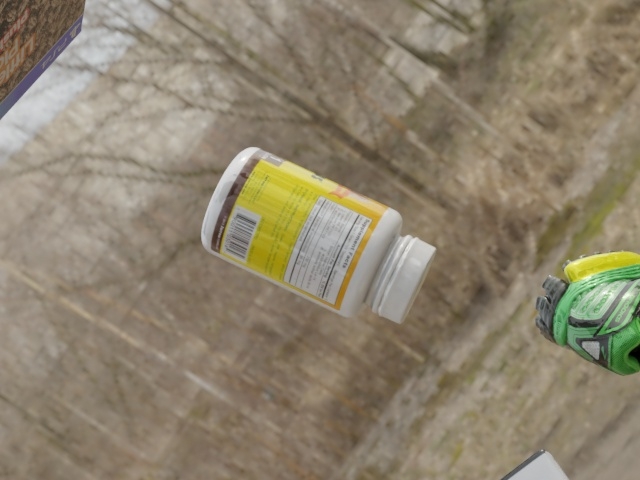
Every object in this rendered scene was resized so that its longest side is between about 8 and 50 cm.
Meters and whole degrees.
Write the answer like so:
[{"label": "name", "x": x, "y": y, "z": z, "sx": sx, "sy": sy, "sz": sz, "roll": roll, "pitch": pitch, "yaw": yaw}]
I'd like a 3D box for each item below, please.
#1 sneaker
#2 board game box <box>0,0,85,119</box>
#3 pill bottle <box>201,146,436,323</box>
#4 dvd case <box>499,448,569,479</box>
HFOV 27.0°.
[{"label": "sneaker", "x": 0.407, "y": 0.074, "z": 1.427, "sx": 0.146, "sy": 0.343, "sz": 0.134, "roll": 44, "pitch": 144, "yaw": 50}, {"label": "board game box", "x": -0.278, "y": -0.217, "z": 0.976, "sx": 0.232, "sy": 0.141, "sz": 0.291, "roll": -58, "pitch": -4, "yaw": -37}, {"label": "pill bottle", "x": 0.000, "y": 0.000, "z": 1.311, "sx": 0.117, "sy": 0.215, "sz": 0.117, "roll": -63, "pitch": -8, "yaw": -15}, {"label": "dvd case", "x": 0.162, "y": 0.302, "z": 0.957, "sx": 0.180, "sy": 0.253, "sz": 0.022, "roll": -38, "pitch": -30, "yaw": 7}]
